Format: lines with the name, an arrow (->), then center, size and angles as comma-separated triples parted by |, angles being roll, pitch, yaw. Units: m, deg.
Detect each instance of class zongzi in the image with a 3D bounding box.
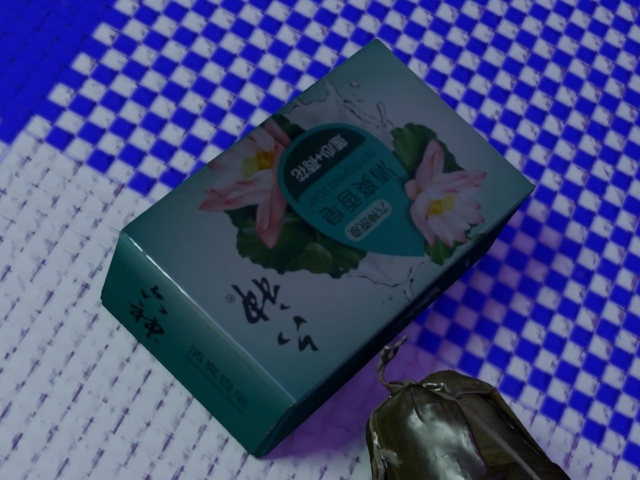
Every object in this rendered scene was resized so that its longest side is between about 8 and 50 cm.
zongzi -> 0.153, 0.178, 0.934 | 0.241, 0.111, 0.248 | 0, 54, -38

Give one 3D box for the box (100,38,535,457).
box -> 0.000, 0.000, 0.977 | 0.153, 0.092, 0.245 | 44, 58, 9
